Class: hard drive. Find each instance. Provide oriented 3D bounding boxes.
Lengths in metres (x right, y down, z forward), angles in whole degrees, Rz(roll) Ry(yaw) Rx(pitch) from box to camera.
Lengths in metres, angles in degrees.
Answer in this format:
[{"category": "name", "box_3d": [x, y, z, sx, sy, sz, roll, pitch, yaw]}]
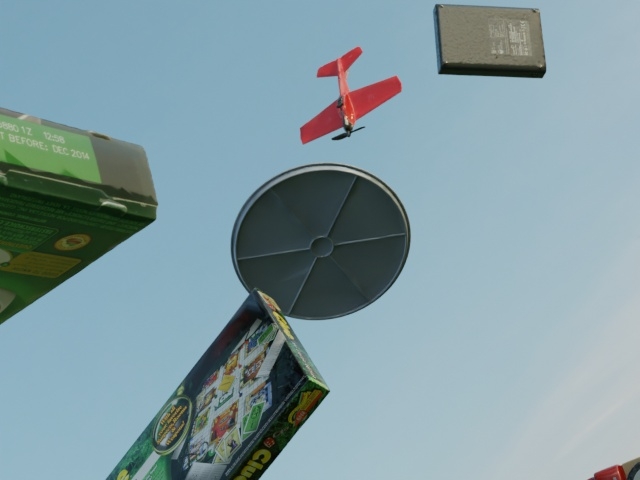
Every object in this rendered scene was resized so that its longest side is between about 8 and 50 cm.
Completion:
[{"category": "hard drive", "box_3d": [0.210, -0.250, 1.522, 0.135, 0.094, 0.022, 1, -22, -8]}]

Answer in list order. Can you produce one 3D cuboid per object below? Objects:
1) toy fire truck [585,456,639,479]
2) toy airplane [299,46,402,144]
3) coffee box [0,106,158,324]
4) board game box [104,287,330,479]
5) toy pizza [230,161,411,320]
[{"category": "toy fire truck", "box_3d": [0.315, 0.370, 1.301, 0.246, 0.217, 0.158, -27, -28, 20]}, {"category": "toy airplane", "box_3d": [0.031, -0.180, 1.485, 0.151, 0.151, 0.028, -42, -51, 8]}, {"category": "coffee box", "box_3d": [-0.172, 0.006, 0.517, 0.184, 0.040, 0.113, -31, -28, 32]}, {"category": "board game box", "box_3d": [-0.101, 0.174, 0.974, 0.030, 0.136, 0.259, 30, -75, -36]}, {"category": "toy pizza", "box_3d": [0.000, 0.000, 1.352, 0.201, 0.032, 0.201, -3, -60, -5]}]
